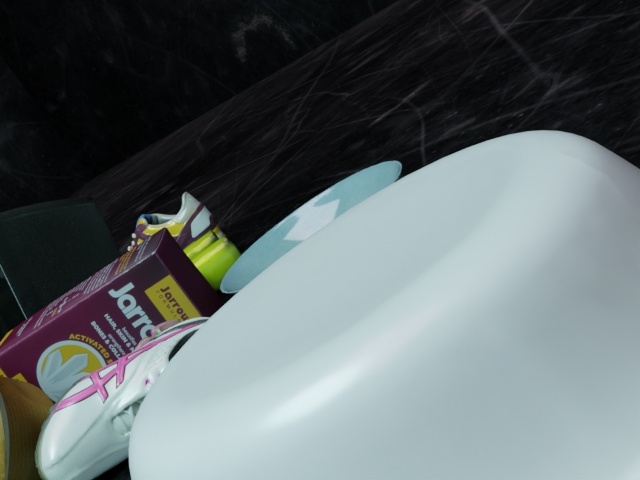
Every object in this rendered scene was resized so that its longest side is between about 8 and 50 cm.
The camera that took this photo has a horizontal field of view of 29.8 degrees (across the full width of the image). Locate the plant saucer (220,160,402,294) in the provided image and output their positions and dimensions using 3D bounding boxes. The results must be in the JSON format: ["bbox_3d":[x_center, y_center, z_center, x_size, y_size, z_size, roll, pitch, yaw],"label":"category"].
[{"bbox_3d":[0.000,0.000,1.061,0.195,0.037,0.195,-33,12,8],"label":"plant saucer"}]

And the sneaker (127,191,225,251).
[{"bbox_3d":[-0.208,0.014,1.446,0.185,0.084,0.069,-33,13,10],"label":"sneaker"}]

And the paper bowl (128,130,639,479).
[{"bbox_3d":[0.047,0.068,0.435,0.284,0.148,0.284,-34,11,8],"label":"paper bowl"}]

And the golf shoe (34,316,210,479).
[{"bbox_3d":[-0.138,0.117,0.916,0.186,0.067,0.086,-43,16,-34],"label":"golf shoe"}]

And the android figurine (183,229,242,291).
[{"bbox_3d":[-0.204,0.084,1.249,0.272,0.056,0.248,-35,12,-8],"label":"android figurine"}]

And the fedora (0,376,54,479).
[{"bbox_3d":[-0.260,0.161,0.960,0.079,0.194,0.194,-2,-8,-33],"label":"fedora"}]

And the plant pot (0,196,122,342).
[{"bbox_3d":[-0.360,0.041,1.565,0.167,0.188,0.187,-27,6,-32],"label":"plant pot"}]

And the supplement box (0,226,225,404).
[{"bbox_3d":[-0.187,0.087,1.073,0.188,0.104,0.081,-33,13,9],"label":"supplement box"}]
